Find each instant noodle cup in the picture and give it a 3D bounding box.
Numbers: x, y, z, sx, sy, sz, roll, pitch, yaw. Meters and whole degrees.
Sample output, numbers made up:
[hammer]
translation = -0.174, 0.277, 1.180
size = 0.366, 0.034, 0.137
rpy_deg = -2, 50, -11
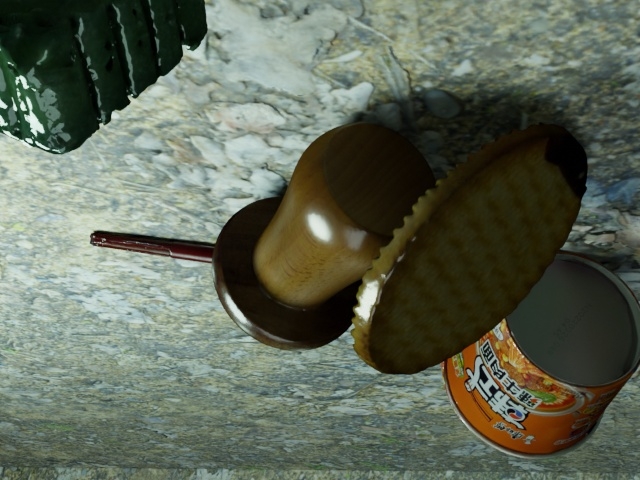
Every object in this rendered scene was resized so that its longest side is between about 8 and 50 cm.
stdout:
[instant noodle cup]
translation = 0.305, 0.143, 1.264
size = 0.250, 0.250, 0.192
rpy_deg = 7, 148, -7

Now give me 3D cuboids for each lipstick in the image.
[lipstick]
translation = -0.229, 0.008, 1.290
size = 0.176, 0.027, 0.027
rpy_deg = 8, 157, -5

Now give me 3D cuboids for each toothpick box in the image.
[toothpick box]
translation = 0.000, 0.000, 1.040
size = 0.192, 0.192, 0.294
rpy_deg = 14, 148, -21

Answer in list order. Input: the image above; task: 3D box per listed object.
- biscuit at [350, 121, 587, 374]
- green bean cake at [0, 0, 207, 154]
[biscuit]
translation = 0.157, 0.016, 0.972
size = 0.318, 0.040, 0.318
rpy_deg = -30, 144, -24
[green bean cake]
translation = -0.217, -0.180, 0.718
size = 0.208, 0.193, 0.107
rpy_deg = 21, 144, 22
